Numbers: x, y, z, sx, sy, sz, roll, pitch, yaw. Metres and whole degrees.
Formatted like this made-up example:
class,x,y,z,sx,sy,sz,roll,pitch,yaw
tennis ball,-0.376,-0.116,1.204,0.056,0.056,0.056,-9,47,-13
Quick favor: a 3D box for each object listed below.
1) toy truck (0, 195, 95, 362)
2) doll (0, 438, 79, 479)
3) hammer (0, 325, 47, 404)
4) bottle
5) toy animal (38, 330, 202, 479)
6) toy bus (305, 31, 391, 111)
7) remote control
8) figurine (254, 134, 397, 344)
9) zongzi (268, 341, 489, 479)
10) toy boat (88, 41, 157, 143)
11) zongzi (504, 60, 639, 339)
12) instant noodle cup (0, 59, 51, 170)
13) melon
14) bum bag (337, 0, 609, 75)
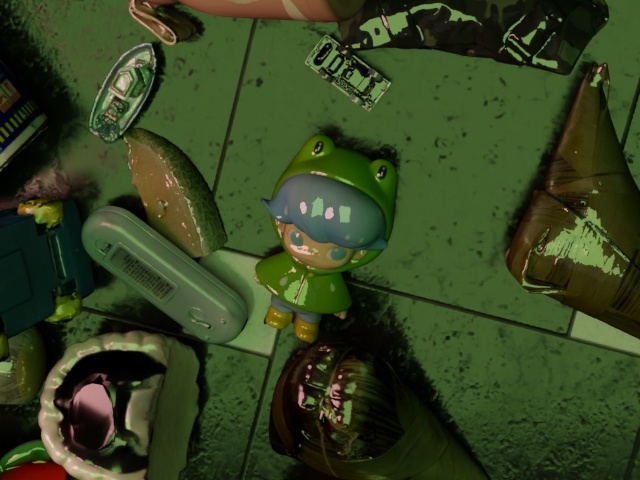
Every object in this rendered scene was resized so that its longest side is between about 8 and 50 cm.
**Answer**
class,x,y,z,sx,sy,sz,roll,pitch,yaw
toy truck,-0.408,0.048,1.767,0.162,0.385,0.161,-8,100,20
doll,-0.492,0.325,1.923,0.363,0.160,0.182,11,107,3
hammer,-0.462,0.220,1.849,0.202,0.305,0.113,3,135,5
bottle,-0.097,-0.330,1.763,0.297,0.173,0.206,6,112,23
toy animal,-0.249,0.217,1.874,0.156,0.204,0.208,8,81,17
toy bus,0.034,-0.210,1.851,0.102,0.058,0.052,36,99,-7
remote control,-0.198,0.047,1.891,0.244,0.047,0.087,37,129,-9
figurine,0.000,0.000,1.855,0.162,0.143,0.263,24,117,8
zongzi,0.099,0.230,1.810,0.317,0.289,0.154,20,79,-4
toy boat,-0.246,-0.188,1.871,0.059,0.066,0.140,32,99,2
zongzi,0.388,-0.037,1.825,0.260,0.123,0.289,24,96,-4
instant noodle cup,-0.504,-0.186,1.803,0.284,0.284,0.312,-43,102,9
melon,-0.191,-0.061,1.905,0.098,0.054,0.182,-11,98,21
bum bag,0.177,-0.276,1.809,0.340,0.095,0.144,7,72,2
